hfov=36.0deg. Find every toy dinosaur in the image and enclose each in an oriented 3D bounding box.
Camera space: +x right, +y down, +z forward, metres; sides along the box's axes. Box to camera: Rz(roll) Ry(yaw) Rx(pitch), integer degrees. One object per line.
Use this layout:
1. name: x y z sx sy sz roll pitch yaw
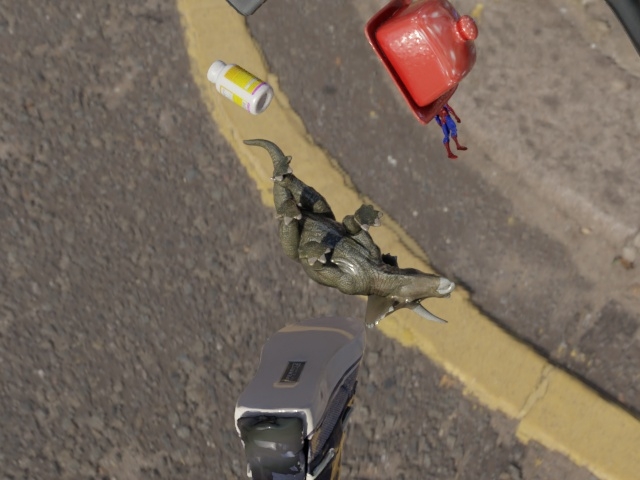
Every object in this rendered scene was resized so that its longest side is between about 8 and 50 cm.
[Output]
1. toy dinosaur: 0.000 0.000 1.140 0.314 0.160 0.121 33 68 25

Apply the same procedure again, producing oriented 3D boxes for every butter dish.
1. butter dish: 0.158 -0.264 1.324 0.159 0.118 0.160 56 40 -13

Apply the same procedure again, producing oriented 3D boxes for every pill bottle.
1. pill bottle: -0.104 -0.199 1.265 0.083 0.043 0.043 34 66 17

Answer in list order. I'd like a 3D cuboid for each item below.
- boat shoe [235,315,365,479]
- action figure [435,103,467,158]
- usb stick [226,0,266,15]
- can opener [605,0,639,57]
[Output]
1. boat shoe: -0.017 0.215 1.207 0.127 0.158 0.340 -1 16 17
2. action figure: 0.198 -0.182 1.536 0.030 0.038 0.115 3 59 -33
3. usb stick: -0.064 -0.497 1.706 0.077 0.278 0.045 48 31 -9
4. can opener: 0.172 -0.136 0.521 0.186 0.059 0.073 42 60 -23
